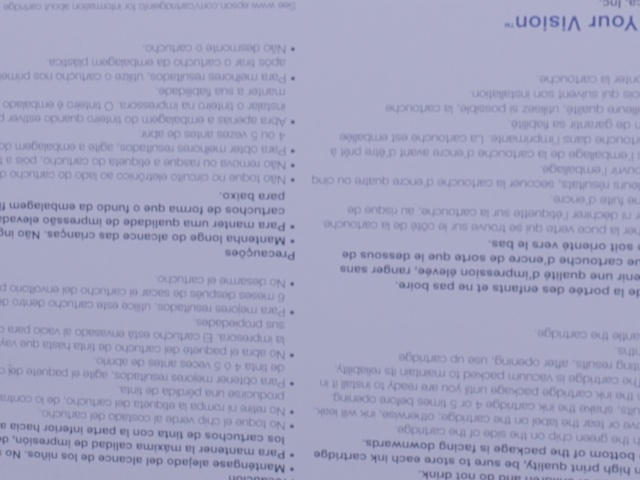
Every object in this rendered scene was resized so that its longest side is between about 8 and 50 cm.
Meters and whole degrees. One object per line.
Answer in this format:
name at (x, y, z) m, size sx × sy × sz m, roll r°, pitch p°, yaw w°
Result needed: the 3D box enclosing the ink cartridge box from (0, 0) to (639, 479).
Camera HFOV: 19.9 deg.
ink cartridge box at (0.000, 0.000, 0.687) m, size 0.324 × 0.071 × 0.330 m, roll 2°, pitch 97°, yaw 13°
